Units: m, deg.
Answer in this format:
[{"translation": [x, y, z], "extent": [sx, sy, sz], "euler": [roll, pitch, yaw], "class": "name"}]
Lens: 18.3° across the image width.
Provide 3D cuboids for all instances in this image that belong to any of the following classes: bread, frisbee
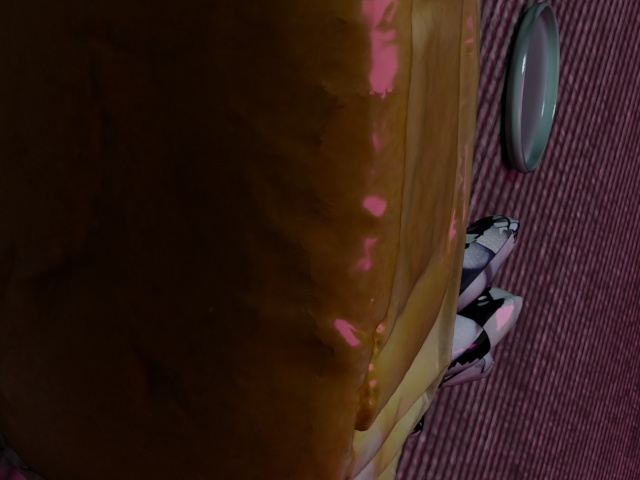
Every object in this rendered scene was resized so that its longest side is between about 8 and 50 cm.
[{"translation": [-0.031, -0.035, 0.561], "extent": [0.107, 0.136, 0.241], "euler": [-45, 142, -62], "class": "bread"}, {"translation": [0.134, -0.097, 1.262], "extent": [0.110, 0.014, 0.110], "euler": [7, 90, -72], "class": "frisbee"}]

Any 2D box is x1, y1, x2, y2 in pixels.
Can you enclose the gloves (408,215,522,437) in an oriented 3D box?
[{"translation": [-0.003, 0.005, 0.712], "extent": [0.111, 0.128, 0.212], "euler": [-50, 136, -39], "class": "gloves"}]
